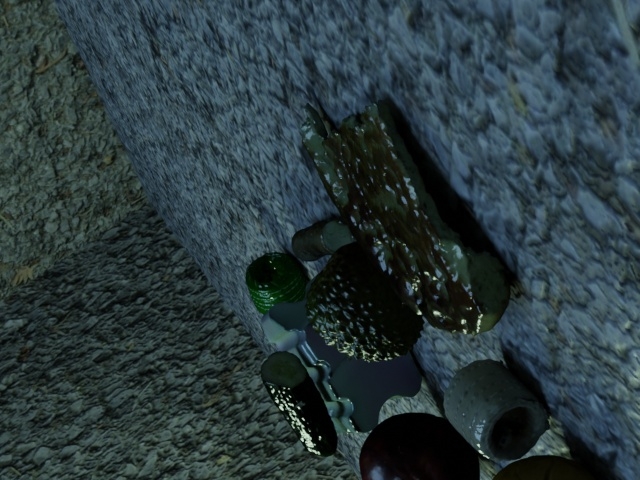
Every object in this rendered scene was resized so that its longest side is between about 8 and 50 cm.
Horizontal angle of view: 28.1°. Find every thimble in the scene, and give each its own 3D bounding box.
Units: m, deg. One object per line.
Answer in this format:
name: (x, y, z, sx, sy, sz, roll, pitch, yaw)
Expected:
thimble: (0.215, 0.210, 1.565, 0.115, 0.102, 0.090, 21, -164, -41)
thimble: (-0.087, 0.085, 2.512, 0.130, 0.118, 0.090, 16, 140, 45)

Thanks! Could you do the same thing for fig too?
fig: (0.175, 0.364, 2.122, 0.204, 0.186, 0.249, 39, -157, 4)

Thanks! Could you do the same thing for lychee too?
lychee: (0.063, 0.090, 1.727, 0.171, 0.171, 0.171, 53, 170, 14)

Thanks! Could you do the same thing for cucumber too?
cucumber: (-0.027, 0.275, 2.094, 0.074, 0.074, 0.241, 45, 166, 45)

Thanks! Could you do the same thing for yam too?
yam: (0.000, 0.000, 1.995, 0.061, 0.061, 0.253, 56, 169, -4)

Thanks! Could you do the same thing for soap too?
soap: (0.032, 0.191, 2.185, 0.261, 0.156, 0.446, 55, 170, 4)

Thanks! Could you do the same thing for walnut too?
walnut: (0.270, 0.306, 1.556, 0.211, 0.167, 0.087, 68, -164, -75)

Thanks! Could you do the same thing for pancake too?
pancake: (0.093, -0.033, 1.516, 0.304, 0.067, 0.427, 65, 169, -11)
